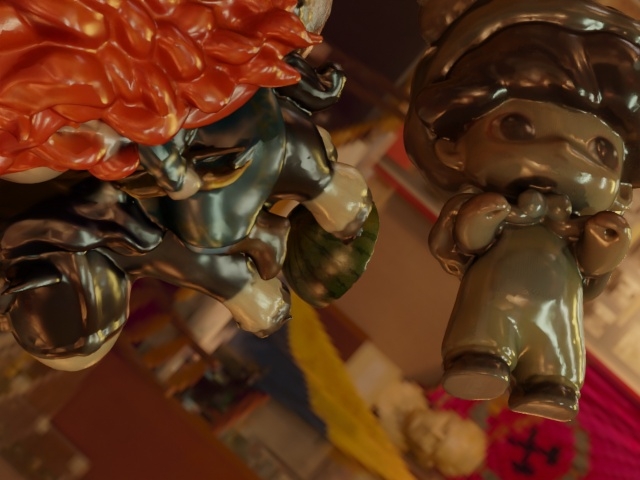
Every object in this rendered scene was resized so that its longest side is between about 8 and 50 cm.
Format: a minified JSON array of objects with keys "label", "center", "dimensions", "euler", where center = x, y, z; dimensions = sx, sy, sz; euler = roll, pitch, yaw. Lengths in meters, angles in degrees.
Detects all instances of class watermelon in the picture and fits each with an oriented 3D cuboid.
[{"label":"watermelon","center":[0.000,0.000,1.276],"dimensions":[0.105,0.062,0.105],"euler":[-39,-145,34]}]

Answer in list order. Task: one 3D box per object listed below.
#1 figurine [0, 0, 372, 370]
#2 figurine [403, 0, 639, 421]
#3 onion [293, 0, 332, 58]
[{"label":"figurine","center":[-0.135,-0.079,0.951],"dimensions":[0.306,0.241,0.412],"euler":[-17,138,2]},{"label":"figurine","center":[0.173,-0.044,1.226],"dimensions":[0.203,0.248,0.380],"euler":[114,-13,-62]},{"label":"onion","center":[-0.164,-0.238,1.501],"dimensions":[0.260,0.337,0.282],"euler":[-66,150,-51]}]
